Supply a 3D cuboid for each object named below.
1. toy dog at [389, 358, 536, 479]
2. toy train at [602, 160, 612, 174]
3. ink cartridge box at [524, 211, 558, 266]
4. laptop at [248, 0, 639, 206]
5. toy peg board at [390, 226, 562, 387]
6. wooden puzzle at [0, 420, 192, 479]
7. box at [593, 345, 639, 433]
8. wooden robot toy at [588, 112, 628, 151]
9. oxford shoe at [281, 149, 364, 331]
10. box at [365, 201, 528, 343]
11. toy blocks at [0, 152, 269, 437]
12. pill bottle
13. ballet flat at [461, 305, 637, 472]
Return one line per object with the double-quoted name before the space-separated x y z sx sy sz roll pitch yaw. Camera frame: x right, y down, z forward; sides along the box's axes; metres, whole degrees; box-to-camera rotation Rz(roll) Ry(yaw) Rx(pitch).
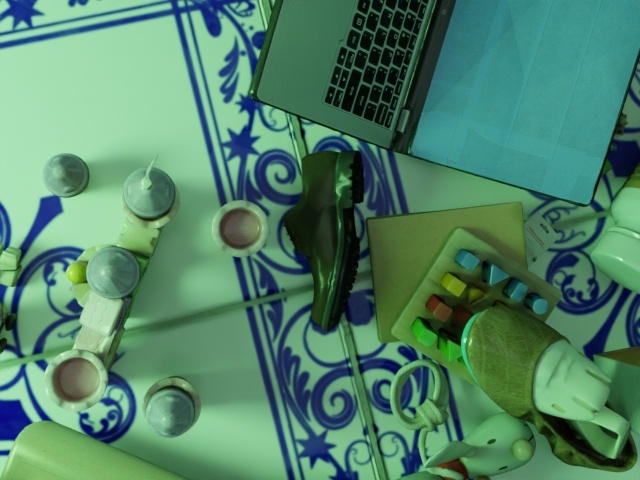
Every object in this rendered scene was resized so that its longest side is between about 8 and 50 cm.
"toy dog" 0.130 0.319 0.962 0.220 0.161 0.333 41 77 -14
"toy train" 0.360 -0.083 1.102 0.083 0.017 0.023 -38 104 -7
"ink cartridge box" 0.268 0.006 1.079 0.083 0.028 0.048 -42 96 -6
"laptop" 0.184 -0.279 0.944 0.408 0.236 0.381 12 96 -49
"toy peg board" 0.200 0.095 1.004 0.161 0.079 0.160 32 95 -6
"wooden puzzle" -0.253 0.424 0.941 0.322 0.080 0.347 21 85 7
"box" 0.446 0.186 1.027 0.130 0.170 0.091 -10 91 -8
"wooden robot toy" 0.342 -0.147 1.070 0.173 0.079 0.076 -12 90 -9
"oxford shoe" 0.000 0.000 1.028 0.096 0.083 0.227 3 89 15
"box" 0.166 0.040 1.047 0.201 0.021 0.164 -7 97 -1
"toy blocks" -0.240 0.047 0.891 0.309 0.260 0.288 21 86 -7
"pill bottle" 0.457 -0.046 1.057 0.131 0.131 0.229 37 84 -5
"ballet flat" 0.289 0.187 0.949 0.116 0.124 0.342 -55 131 -16
